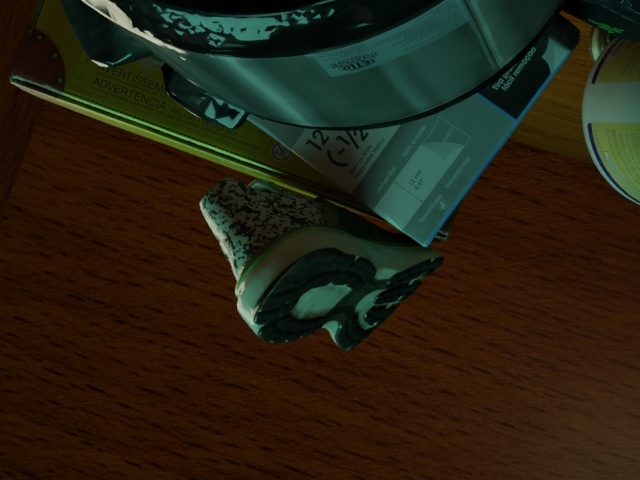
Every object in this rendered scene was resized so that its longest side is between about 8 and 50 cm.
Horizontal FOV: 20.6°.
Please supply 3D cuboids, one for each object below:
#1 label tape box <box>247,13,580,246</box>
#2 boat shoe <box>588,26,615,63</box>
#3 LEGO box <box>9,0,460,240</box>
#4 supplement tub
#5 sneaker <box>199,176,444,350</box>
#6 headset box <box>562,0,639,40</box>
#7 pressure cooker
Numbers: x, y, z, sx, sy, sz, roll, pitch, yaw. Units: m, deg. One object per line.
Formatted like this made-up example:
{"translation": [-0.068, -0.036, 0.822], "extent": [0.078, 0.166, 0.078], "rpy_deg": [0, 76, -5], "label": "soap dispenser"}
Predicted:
{"translation": [0.040, -0.198, 1.718], "extent": [0.348, 0.249, 0.115], "rpy_deg": [35, -157, -1], "label": "label tape box"}
{"translation": [0.454, -0.229, 2.216], "extent": [0.257, 0.095, 0.095], "rpy_deg": [13, 169, -36], "label": "boat shoe"}
{"translation": [-0.034, -0.254, 1.911], "extent": [0.500, 0.372, 0.193], "rpy_deg": [20, 179, 0], "label": "LEGO box"}
{"translation": [0.459, -0.144, 1.975], "extent": [0.241, 0.241, 0.331], "rpy_deg": [20, 179, -14], "label": "supplement tub"}
{"translation": [0.000, 0.000, 1.869], "extent": [0.182, 0.158, 0.410], "rpy_deg": [52, -168, 18], "label": "sneaker"}
{"translation": [0.275, -0.276, 1.588], "extent": [0.283, 0.131, 0.246], "rpy_deg": [20, 180, -33], "label": "headset box"}
{"translation": [-0.002, -0.257, 1.154], "extent": [0.370, 0.375, 0.420], "rpy_deg": [17, 177, 13], "label": "pressure cooker"}
